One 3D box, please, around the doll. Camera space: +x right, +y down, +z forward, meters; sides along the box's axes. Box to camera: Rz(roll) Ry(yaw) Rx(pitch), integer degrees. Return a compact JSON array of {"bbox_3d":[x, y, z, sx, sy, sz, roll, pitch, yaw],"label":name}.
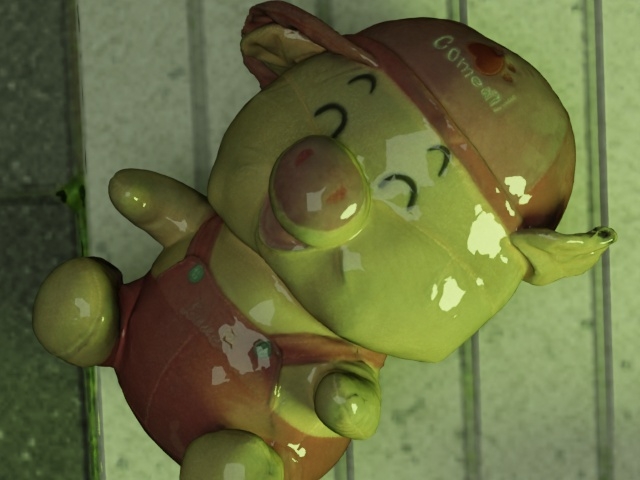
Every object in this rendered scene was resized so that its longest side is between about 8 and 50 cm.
[{"bbox_3d":[0.000,0.001,0.914,0.196,0.152,0.256,42,97,-9],"label":"doll"}]
